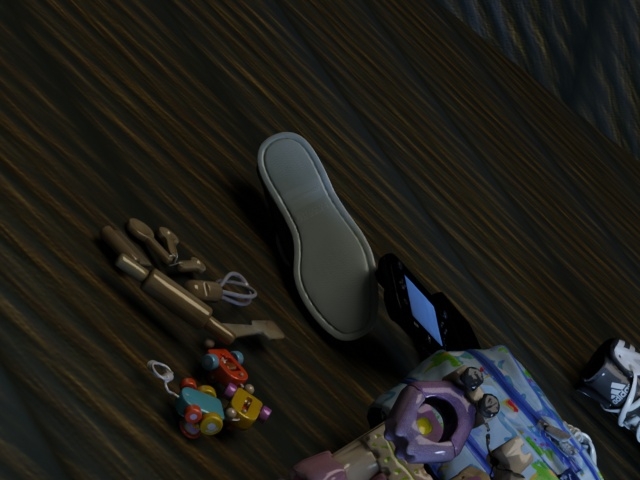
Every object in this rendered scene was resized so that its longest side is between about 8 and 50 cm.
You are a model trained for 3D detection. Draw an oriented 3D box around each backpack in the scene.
[{"bbox_3d":[0.205,0.297,1.894,0.355,0.273,0.290,38,-14,16],"label":"backpack"}]

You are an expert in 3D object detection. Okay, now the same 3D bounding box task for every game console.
[{"bbox_3d":[0.166,0.141,2.204,0.361,0.044,0.213,45,21,-53],"label":"game console"}]

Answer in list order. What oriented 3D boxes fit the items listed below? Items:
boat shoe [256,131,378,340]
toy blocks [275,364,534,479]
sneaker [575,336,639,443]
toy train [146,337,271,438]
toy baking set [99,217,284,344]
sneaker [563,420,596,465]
[{"bbox_3d":[0.000,0.000,2.179,0.091,0.114,0.302,85,-12,-73],"label":"boat shoe"},{"bbox_3d":[0.067,0.326,1.615,0.260,0.309,0.288,-28,83,-23],"label":"toy blocks"},{"bbox_3d":[0.534,0.316,2.587,0.257,0.169,0.447,26,22,-24],"label":"sneaker"},{"bbox_3d":[-0.126,0.169,1.783,0.125,0.046,0.166,44,24,21],"label":"toy train"},{"bbox_3d":[-0.143,0.049,1.904,0.256,0.030,0.197,38,18,-7],"label":"toy baking set"},{"bbox_3d":[0.345,0.299,2.322,0.094,0.091,0.258,24,33,-44],"label":"sneaker"}]
